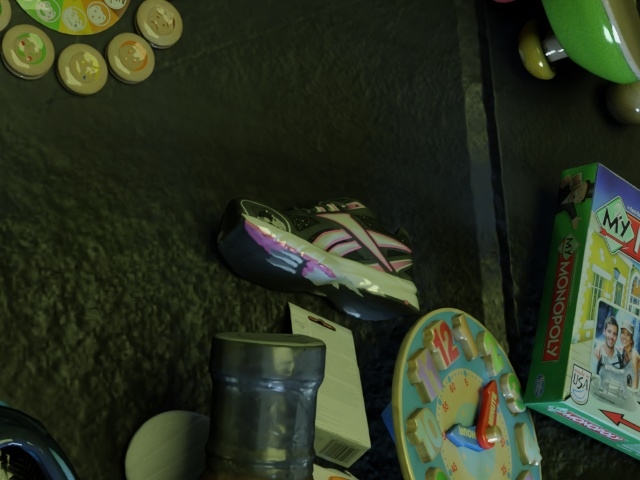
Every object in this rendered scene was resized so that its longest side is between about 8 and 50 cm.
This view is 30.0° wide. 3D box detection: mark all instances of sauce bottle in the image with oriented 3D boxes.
[{"bbox_3d":[-0.046,0.228,0.718,0.111,0.111,0.344,3,89,-33],"label":"sauce bottle"}]

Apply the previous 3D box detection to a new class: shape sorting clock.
[{"bbox_3d":[0.117,0.150,0.901,0.206,0.040,0.206,31,47,-41],"label":"shape sorting clock"}]

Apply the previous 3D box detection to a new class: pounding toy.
[{"bbox_3d":[0.216,-0.202,1.063,0.237,0.110,0.183,31,47,-57],"label":"pounding toy"}]

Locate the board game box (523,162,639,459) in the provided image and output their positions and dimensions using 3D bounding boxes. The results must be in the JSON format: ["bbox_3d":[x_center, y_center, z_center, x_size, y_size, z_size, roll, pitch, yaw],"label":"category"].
[{"bbox_3d":[0.315,0.094,1.059,0.317,0.046,0.214,27,66,-32],"label":"board game box"}]

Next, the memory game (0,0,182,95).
[{"bbox_3d":[-0.174,-0.191,0.834,0.186,0.012,0.186,9,73,-32],"label":"memory game"}]

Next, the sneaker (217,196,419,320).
[{"bbox_3d":[0.000,0.000,0.879,0.178,0.072,0.077,26,59,-40],"label":"sneaker"}]

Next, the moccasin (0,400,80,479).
[{"bbox_3d":[-0.134,0.251,0.591,0.137,0.117,0.342,-23,92,-27],"label":"moccasin"}]

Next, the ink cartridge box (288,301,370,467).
[{"bbox_3d":[-0.002,0.102,0.859,0.063,0.029,0.115,26,33,-26],"label":"ink cartridge box"}]

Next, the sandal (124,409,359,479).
[{"bbox_3d":[-0.008,0.193,0.814,0.265,0.076,0.102,33,86,-2],"label":"sandal"}]
